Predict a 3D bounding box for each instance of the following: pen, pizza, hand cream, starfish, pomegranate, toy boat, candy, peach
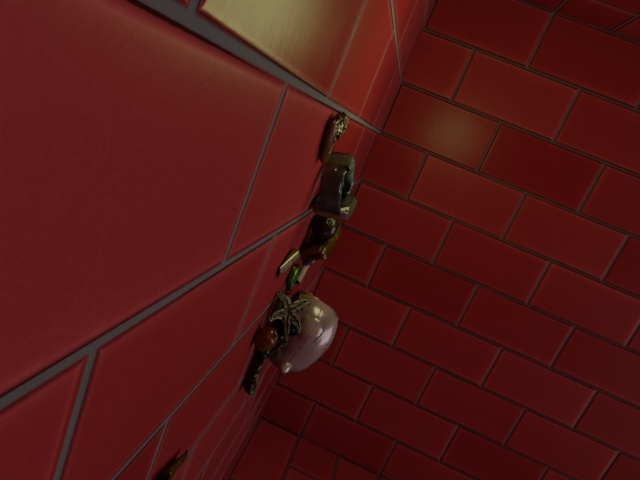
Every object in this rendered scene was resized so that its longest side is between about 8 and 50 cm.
[{"bbox_3d":[-0.068,0.122,2.350,0.033,0.033,0.269,107,8,-49],"label":"pen"},{"bbox_3d":[0.055,-0.354,1.471,0.185,0.052,0.195,111,5,-54],"label":"pizza"},{"bbox_3d":[-0.122,0.082,1.691,0.143,0.039,0.061,-54,170,-43],"label":"hand cream"},{"bbox_3d":[-0.129,0.305,1.883,0.240,0.043,0.227,-21,113,-41],"label":"starfish"},{"bbox_3d":[0.021,-0.062,1.967,0.130,0.130,0.130,24,90,-84],"label":"pomegranate"},{"bbox_3d":[-0.262,0.556,2.026,0.293,0.099,0.108,-59,176,5],"label":"toy boat"},{"bbox_3d":[-0.123,0.167,2.027,0.102,0.032,0.178,-60,174,-20],"label":"candy"},{"bbox_3d":[-0.217,0.389,1.786,0.101,0.101,0.101,24,90,-84],"label":"peach"}]

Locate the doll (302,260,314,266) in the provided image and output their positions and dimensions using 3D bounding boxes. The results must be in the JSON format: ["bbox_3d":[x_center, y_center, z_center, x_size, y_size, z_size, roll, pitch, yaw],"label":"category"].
[{"bbox_3d":[-0.047,0.074,2.207,0.110,0.067,0.206,-58,-175,2],"label":"doll"}]

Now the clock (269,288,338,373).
[{"bbox_3d":[-0.087,0.455,2.176,0.377,0.250,0.368,-60,-170,-11],"label":"clock"}]

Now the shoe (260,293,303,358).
[{"bbox_3d":[-0.166,0.383,1.977,0.114,0.137,0.291,79,36,-79],"label":"shoe"}]

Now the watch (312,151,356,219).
[{"bbox_3d":[0.061,-0.217,1.721,0.253,0.162,0.241,-61,160,-62],"label":"watch"}]

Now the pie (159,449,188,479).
[{"bbox_3d":[-0.418,0.644,1.234,0.088,0.033,0.191,-58,179,-3],"label":"pie"}]

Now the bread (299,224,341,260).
[{"bbox_3d":[0.001,0.001,2.057,0.271,0.139,0.077,-54,137,-53],"label":"bread"}]
